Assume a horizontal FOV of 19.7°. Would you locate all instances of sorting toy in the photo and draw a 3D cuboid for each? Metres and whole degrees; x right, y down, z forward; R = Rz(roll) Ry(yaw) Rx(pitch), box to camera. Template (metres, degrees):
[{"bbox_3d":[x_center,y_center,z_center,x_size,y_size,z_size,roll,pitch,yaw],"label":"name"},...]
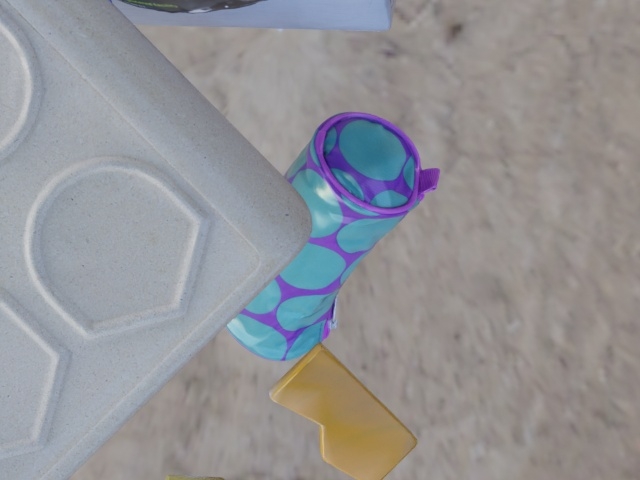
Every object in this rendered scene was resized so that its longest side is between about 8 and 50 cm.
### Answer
[{"bbox_3d":[-0.119,0.031,0.802,0.229,0.041,0.307,-45,97,1],"label":"sorting toy"}]

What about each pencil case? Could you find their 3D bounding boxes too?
[{"bbox_3d":[0.000,0.000,0.982,0.070,0.064,0.151,23,138,-10],"label":"pencil case"}]

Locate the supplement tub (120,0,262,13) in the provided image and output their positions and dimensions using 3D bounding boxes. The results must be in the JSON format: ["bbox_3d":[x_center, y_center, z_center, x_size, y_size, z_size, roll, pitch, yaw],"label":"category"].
[{"bbox_3d":[-0.051,-0.131,0.384,0.117,0.190,0.117,-4,74,16],"label":"supplement tub"}]

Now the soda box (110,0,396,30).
[{"bbox_3d":[-0.105,-0.162,0.844,0.286,0.098,0.091,2,55,13],"label":"soda box"}]
